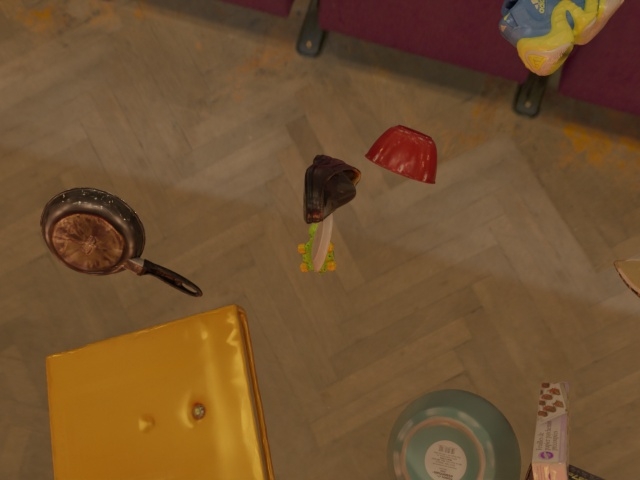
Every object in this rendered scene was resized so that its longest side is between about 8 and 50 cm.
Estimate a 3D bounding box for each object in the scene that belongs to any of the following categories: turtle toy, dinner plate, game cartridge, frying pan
[{"bbox_3d":[-0.005,0.022,1.797,0.095,0.066,0.130,-3,104,19],"label":"turtle toy"},{"bbox_3d":[0.000,0.000,1.559,0.017,0.141,0.141,14,77,-10],"label":"dinner plate"},{"bbox_3d":[-0.241,0.269,1.043,0.323,0.052,0.285,-16,71,12],"label":"game cartridge"},{"bbox_3d":[-0.397,0.039,1.364,0.197,0.053,0.326,-24,119,16],"label":"frying pan"}]

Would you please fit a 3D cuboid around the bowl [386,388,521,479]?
[{"bbox_3d":[0.281,0.483,1.583,0.311,0.163,0.311,-5,73,18],"label":"bowl"}]

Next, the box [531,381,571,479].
[{"bbox_3d":[0.484,0.397,1.484,0.063,0.324,0.067,-6,104,22],"label":"box"}]

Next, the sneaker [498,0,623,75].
[{"bbox_3d":[0.342,-0.335,1.023,0.126,0.091,0.240,43,54,10],"label":"sneaker"}]

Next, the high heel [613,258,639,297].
[{"bbox_3d":[0.781,0.142,1.596,0.093,0.186,0.261,-47,41,-6],"label":"high heel"}]

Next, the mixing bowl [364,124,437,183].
[{"bbox_3d":[0.205,-0.212,1.683,0.181,0.181,0.098,22,106,6],"label":"mixing bowl"}]

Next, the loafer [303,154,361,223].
[{"bbox_3d":[0.014,-0.066,0.877,0.061,0.170,0.062,7,117,6],"label":"loafer"}]

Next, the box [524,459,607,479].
[{"bbox_3d":[0.523,0.559,1.455,0.232,0.059,0.183,20,114,22],"label":"box"}]
